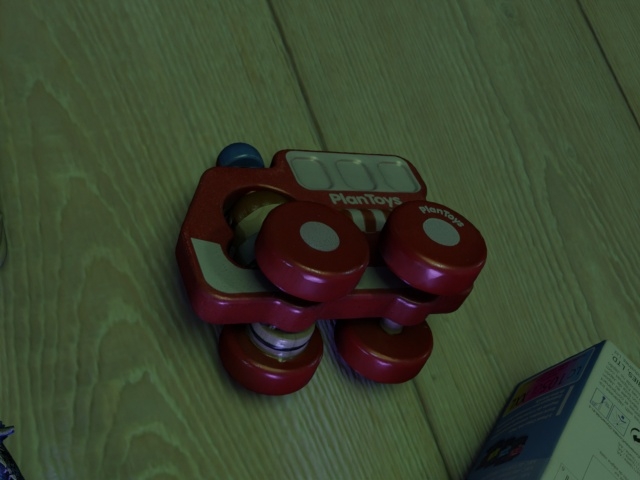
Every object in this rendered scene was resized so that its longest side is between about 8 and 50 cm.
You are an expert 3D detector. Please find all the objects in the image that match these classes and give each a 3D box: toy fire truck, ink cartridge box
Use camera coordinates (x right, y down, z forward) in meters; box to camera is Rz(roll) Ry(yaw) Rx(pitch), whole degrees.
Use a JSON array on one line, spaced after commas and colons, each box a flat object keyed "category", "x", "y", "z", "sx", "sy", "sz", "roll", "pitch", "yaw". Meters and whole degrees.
[{"category": "toy fire truck", "x": 0.000, "y": 0.000, "z": 0.867, "sx": 0.302, "sy": 0.169, "sz": 0.253, "roll": 0, "pitch": 44, "yaw": -26}, {"category": "ink cartridge box", "x": 0.247, "y": 0.319, "z": 0.788, "sx": 0.270, "sy": 0.151, "sz": 0.395, "roll": 44, "pitch": 45, "yaw": 0}]

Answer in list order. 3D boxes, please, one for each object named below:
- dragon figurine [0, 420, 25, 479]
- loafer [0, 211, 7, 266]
[{"category": "dragon figurine", "x": -0.187, "y": 0.242, "z": 0.657, "sx": 0.289, "sy": 0.144, "sz": 0.085, "roll": 40, "pitch": 57, "yaw": -4}, {"category": "loafer", "x": -0.337, "y": -0.097, "z": 0.773, "sx": 0.102, "sy": 0.092, "sz": 0.268, "roll": -16, "pitch": 75, "yaw": -30}]
